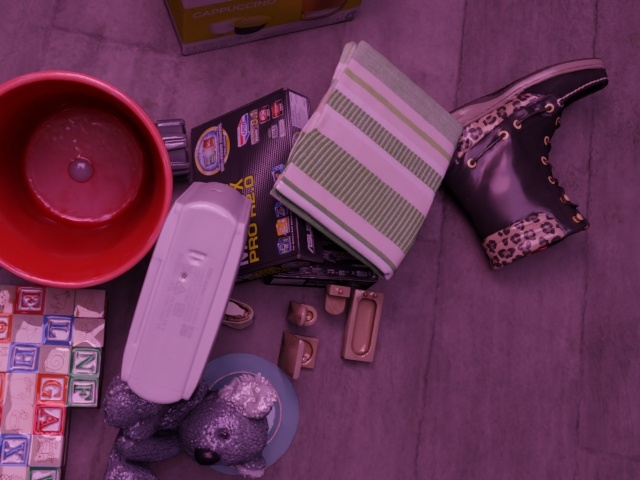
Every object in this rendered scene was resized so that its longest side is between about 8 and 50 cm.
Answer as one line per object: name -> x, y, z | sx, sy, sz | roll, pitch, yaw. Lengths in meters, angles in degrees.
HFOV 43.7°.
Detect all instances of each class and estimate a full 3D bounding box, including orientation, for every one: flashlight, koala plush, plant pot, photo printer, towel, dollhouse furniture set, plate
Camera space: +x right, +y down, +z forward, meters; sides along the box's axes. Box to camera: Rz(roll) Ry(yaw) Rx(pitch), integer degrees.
flashlight -> -0.362, -0.132, 1.271 | 0.304, 0.103, 0.103 | -5, 114, -9
koala plush -> -0.174, 0.257, 1.139 | 0.221, 0.203, 0.196 | 7, 113, 3
plant pot -> -0.339, -0.092, 1.106 | 0.274, 0.243, 0.275 | -2, 101, -10
photo printer -> -0.172, 0.051, 1.085 | 0.107, 0.307, 0.256 | 18, 98, -6
towel -> 0.080, -0.130, 1.228 | 0.248, 0.038, 0.325 | 37, 59, -18
dollhouse furniture set -> 0.029, 0.143, 1.246 | 0.151, 0.123, 0.144 | 10, 88, -13
plate -> -0.124, 0.269, 1.248 | 0.188, 0.024, 0.188 | 3, 75, -12

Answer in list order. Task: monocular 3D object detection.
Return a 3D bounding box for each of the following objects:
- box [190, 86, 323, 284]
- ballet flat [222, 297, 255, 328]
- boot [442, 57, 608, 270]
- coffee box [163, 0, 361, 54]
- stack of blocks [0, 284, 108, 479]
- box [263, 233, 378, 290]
box -> -0.105, -0.076, 1.252 | 0.060, 0.216, 0.270 | 13, 68, -50
ballet flat -> -0.183, 0.097, 1.266 | 0.168, 0.052, 0.057 | 14, 73, -7
boot -> 0.384, -0.138, 1.403 | 0.377, 0.138, 0.284 | -24, 80, -13
coffee box -> -0.114, -0.559, 1.309 | 0.337, 0.334, 0.338 | -17, 79, -15
stack of blocks -> -0.409, 0.220, 1.168 | 0.171, 0.087, 0.297 | 4, 74, -11
box -> 0.000, 0.000, 1.317 | 0.180, 0.077, 0.147 | 3, 75, -11
